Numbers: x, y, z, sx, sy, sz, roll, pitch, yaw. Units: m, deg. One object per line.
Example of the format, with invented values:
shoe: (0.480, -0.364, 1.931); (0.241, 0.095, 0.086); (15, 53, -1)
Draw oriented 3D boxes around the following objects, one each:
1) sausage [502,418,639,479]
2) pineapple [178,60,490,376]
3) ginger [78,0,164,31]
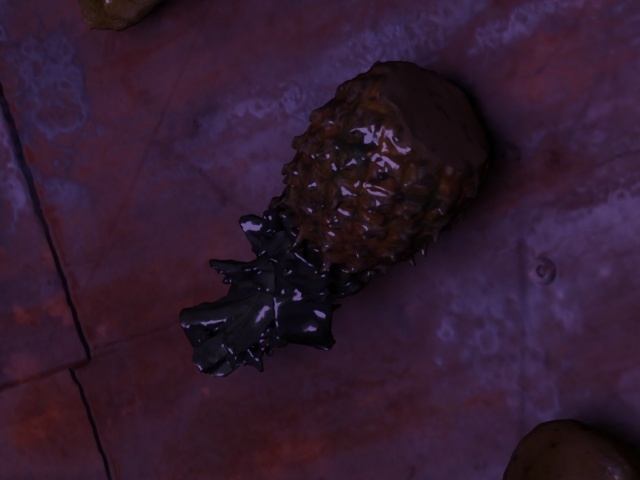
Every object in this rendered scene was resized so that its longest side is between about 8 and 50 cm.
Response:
sausage: (0.211, 0.381, 1.451); (0.136, 0.123, 0.501); (-8, 93, 6)
pineapple: (0.000, 0.000, 1.517); (0.310, 0.141, 0.170); (-45, 35, 34)
ginger: (-0.090, -0.242, 1.589); (0.298, 0.065, 0.118); (-4, 84, 34)
